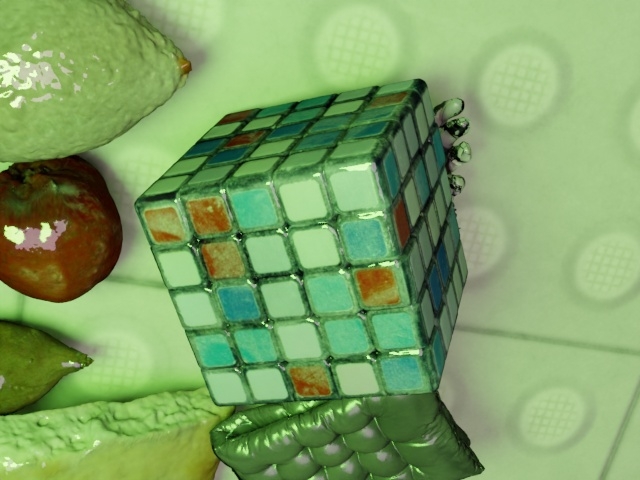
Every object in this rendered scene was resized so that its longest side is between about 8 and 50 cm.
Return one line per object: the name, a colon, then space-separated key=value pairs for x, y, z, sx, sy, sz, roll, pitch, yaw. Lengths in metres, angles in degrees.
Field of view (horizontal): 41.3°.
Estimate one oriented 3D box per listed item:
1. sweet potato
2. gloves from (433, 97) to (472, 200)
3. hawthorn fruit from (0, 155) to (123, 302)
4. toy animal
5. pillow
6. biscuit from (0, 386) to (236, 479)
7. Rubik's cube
sweet potato: x=-0.493 y=0.173 z=1.125 sx=0.370 sy=0.158 sz=0.157 roll=-1 pitch=112 yaw=-19
gloves: x=0.139 y=-0.101 z=1.158 sx=0.128 sy=0.111 sz=0.212 roll=32 pitch=108 yaw=8
hawthorn fruit: x=-0.339 y=-0.005 z=1.067 sx=0.185 sy=0.185 sz=0.202 roll=-13 pitch=130 yaw=-6
toy animal: x=-0.331 y=-0.206 z=0.976 sx=0.358 sy=0.188 sz=0.226 roll=-9 pitch=119 yaw=-8
pillow: x=0.038 y=0.290 z=1.186 sx=0.326 sy=0.101 sz=0.228 roll=-25 pitch=120 yaw=11
biscuit: x=-0.365 y=0.401 z=1.193 sx=0.429 sy=0.104 sz=0.446 roll=3 pitch=120 yaw=-35
Rubik's cube: x=0.000 y=0.000 z=1.023 sx=0.287 sy=0.293 sz=0.292 roll=-8 pitch=116 yaw=21
